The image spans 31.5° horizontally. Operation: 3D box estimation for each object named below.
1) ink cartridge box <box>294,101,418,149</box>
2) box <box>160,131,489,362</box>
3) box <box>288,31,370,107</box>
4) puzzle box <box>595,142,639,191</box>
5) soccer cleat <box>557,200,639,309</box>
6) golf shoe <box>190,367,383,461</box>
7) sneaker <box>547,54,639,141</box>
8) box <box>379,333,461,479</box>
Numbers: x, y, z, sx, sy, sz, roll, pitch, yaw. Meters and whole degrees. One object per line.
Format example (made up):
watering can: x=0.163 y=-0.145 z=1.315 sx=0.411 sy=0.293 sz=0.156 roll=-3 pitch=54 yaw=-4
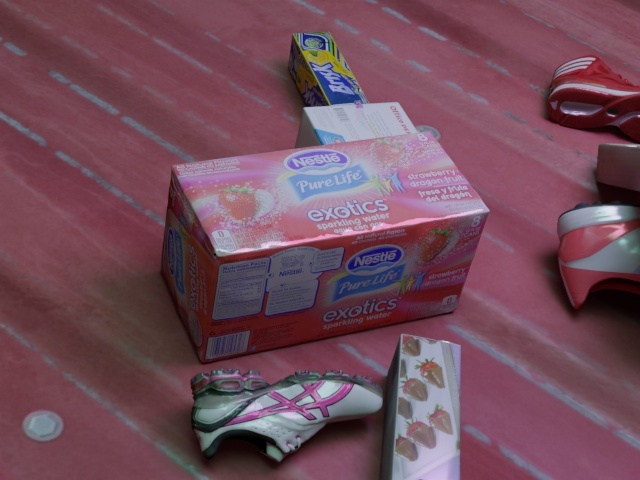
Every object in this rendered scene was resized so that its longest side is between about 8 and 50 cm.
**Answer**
ink cartridge box: x=0.052 y=-0.100 z=1.342 sx=0.143 sy=0.090 sz=0.092 roll=-5 pitch=45 yaw=-21
box: x=0.000 y=0.000 z=1.171 sx=0.300 sy=0.154 sz=0.142 roll=-10 pitch=46 yaw=-23
box: x=0.009 y=-0.199 z=1.464 sx=0.054 sy=0.059 sz=0.169 roll=-7 pitch=45 yaw=-19
puzzle box: x=0.478 y=-0.076 z=1.258 sx=0.272 sy=0.052 sz=0.409 roll=1 pitch=6 yaw=2
soccer cleat: x=0.426 y=0.020 z=1.265 sx=0.318 sy=0.108 sz=0.116 roll=0 pitch=72 yaw=6
golf shoe: x=-0.030 y=0.164 z=1.059 sx=0.186 sy=0.067 sz=0.086 roll=1 pitch=71 yaw=-17
sneaker: x=0.424 y=-0.206 z=1.561 sx=0.221 sy=0.087 sz=0.128 roll=14 pitch=43 yaw=-1
box: x=0.087 y=0.222 z=1.014 sx=0.063 sy=0.067 sz=0.324 roll=11 pitch=40 yaw=-2
